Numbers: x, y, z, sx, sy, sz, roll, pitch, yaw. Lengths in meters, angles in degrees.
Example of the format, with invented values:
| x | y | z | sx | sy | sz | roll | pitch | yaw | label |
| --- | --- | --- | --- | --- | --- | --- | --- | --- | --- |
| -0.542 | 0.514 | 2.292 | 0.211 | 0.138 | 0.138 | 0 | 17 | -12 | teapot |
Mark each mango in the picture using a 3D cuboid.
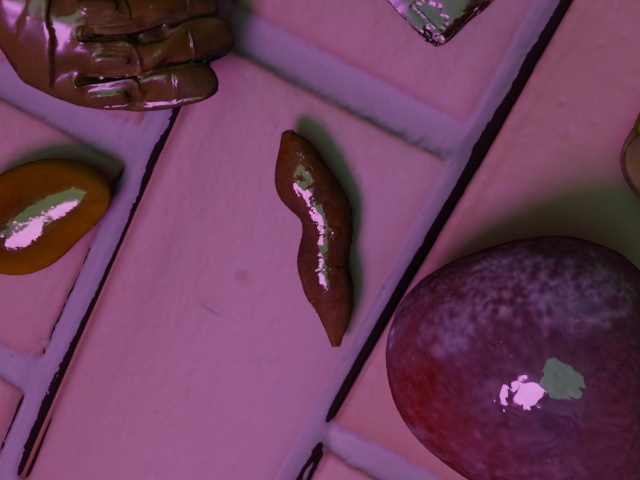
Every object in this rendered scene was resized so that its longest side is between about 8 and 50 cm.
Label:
| x | y | z | sx | sy | sz | roll | pitch | yaw | label |
| --- | --- | --- | --- | --- | --- | --- | --- | --- | --- |
| -0.280 | -0.027 | 0.923 | 0.161 | 0.076 | 0.103 | -25 | 93 | 13 | mango |

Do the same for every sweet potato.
| x | y | z | sx | sy | sz | roll | pitch | yaw | label |
| --- | --- | --- | --- | --- | --- | --- | --- | --- | --- |
| 0.003 | -0.001 | 0.884 | 0.065 | 0.051 | 0.218 | -12 | 102 | 10 | sweet potato |

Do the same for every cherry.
| x | y | z | sx | sy | sz | roll | pitch | yaw | label |
| --- | --- | --- | --- | --- | --- | --- | --- | --- | --- |
| 0.191 | 0.112 | 0.792 | 0.285 | 0.213 | 0.236 | 7 | 97 | 19 | cherry |

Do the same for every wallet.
| x | y | z | sx | sy | sz | roll | pitch | yaw | label |
| --- | --- | --- | --- | --- | --- | --- | --- | --- | --- |
| 0.134 | -0.258 | 0.806 | 0.176 | 0.026 | 0.095 | -42 | 95 | 18 | wallet |

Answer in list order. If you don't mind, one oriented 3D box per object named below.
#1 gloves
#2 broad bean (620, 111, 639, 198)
| x | y | z | sx | sy | sz | roll | pitch | yaw | label |
| --- | --- | --- | --- | --- | --- | --- | --- | --- | --- |
| -0.238 | -0.212 | 0.828 | 0.331 | 0.141 | 0.154 | 30 | 123 | 8 | gloves |
| 0.336 | -0.051 | 0.795 | 0.174 | 0.082 | 0.124 | 40 | 109 | -11 | broad bean |
